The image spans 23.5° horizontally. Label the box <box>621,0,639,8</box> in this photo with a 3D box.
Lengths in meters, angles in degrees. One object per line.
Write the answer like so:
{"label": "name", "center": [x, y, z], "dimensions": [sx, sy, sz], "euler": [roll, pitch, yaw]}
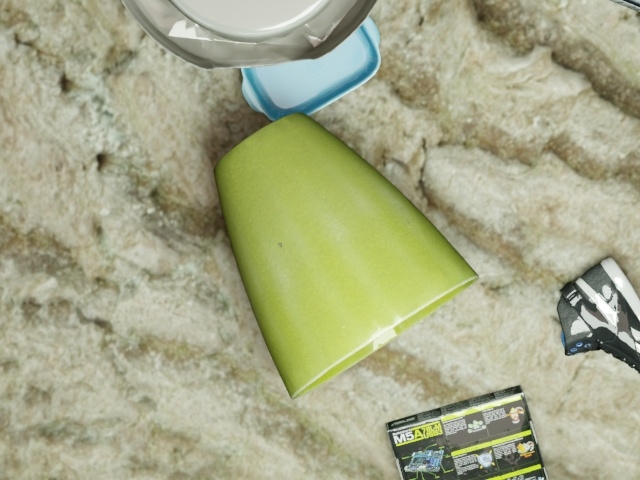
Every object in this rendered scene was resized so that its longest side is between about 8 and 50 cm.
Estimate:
{"label": "box", "center": [0.438, -0.461, 1.810], "dimensions": [0.294, 0.212, 0.395], "euler": [23, 100, 1]}

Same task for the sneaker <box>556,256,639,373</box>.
{"label": "sneaker", "center": [0.385, 0.141, 2.004], "dimensions": [0.121, 0.079, 0.217], "euler": [-32, 91, 9]}

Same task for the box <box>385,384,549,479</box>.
{"label": "box", "center": [0.202, 0.306, 2.046], "dimensions": [0.191, 0.045, 0.184], "euler": [-17, 98, 4]}

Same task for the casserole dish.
{"label": "casserole dish", "center": [-0.012, -0.226, 1.952], "dimensions": [0.188, 0.037, 0.114], "euler": [-30, 99, 4]}

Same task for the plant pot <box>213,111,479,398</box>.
{"label": "plant pot", "center": [0.000, 0.000, 1.900], "dimensions": [0.275, 0.275, 0.293], "euler": [-34, 83, 6]}

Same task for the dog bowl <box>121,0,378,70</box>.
{"label": "dog bowl", "center": [-0.084, -0.372, 1.858], "dimensions": [0.349, 0.102, 0.348], "euler": [0, 99, -1]}
